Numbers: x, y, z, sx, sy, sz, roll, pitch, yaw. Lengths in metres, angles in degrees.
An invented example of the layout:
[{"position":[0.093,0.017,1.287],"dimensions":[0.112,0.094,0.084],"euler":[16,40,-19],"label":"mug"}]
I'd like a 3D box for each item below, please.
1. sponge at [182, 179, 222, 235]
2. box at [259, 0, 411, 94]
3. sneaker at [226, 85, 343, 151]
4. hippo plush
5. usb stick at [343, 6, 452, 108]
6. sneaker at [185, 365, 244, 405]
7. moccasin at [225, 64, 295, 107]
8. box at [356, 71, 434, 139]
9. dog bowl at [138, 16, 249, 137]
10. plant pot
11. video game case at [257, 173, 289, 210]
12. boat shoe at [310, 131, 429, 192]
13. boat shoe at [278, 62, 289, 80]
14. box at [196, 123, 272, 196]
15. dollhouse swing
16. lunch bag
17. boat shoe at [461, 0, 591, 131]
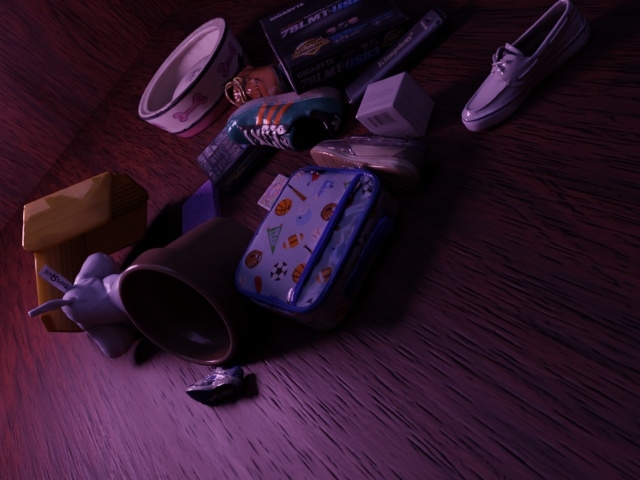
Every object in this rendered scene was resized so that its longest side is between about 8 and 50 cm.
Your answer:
[{"position":[-0.304,-0.062,1.738],"dimensions":[0.117,0.031,0.210],"euler":[-40,34,18],"label":"sponge"},{"position":[0.029,-0.495,1.598],"dimensions":[0.295,0.073,0.293],"euler":[-24,46,1],"label":"box"},{"position":[-0.092,-0.261,1.568],"dimensions":[0.302,0.108,0.121],"euler":[-12,57,25],"label":"sneaker"},{"position":[-0.440,0.106,1.537],"dimensions":[0.236,0.294,0.234],"euler":[-19,49,20],"label":"hippo plush"},{"position":[0.164,-0.395,1.482],"dimensions":[0.278,0.045,0.077],"euler":[-40,33,16],"label":"usb stick"},{"position":[-0.193,0.268,1.271],"dimensions":[0.135,0.052,0.058],"euler":[-18,35,30],"label":"sneaker"},{"position":[-0.165,-0.379,1.762],"dimensions":[0.147,0.139,0.380],"euler":[-38,32,-8],"label":"moccasin"},{"position":[0.145,-0.252,1.314],"dimensions":[0.101,0.102,0.087],"euler":[-8,54,48],"label":"box"},{"position":[-0.393,-0.506,2.176],"dimensions":[0.408,0.150,0.408],"euler":[-31,37,27],"label":"dog bowl"},{"position":[-0.225,0.079,1.344],"dimensions":[0.263,0.263,0.229],"euler":[-18,26,40],"label":"plant pot"},{"position":[-0.090,-0.103,1.536],"dimensions":[0.087,0.011,0.122],"euler":[-53,33,-4],"label":"video game case"},{"position":[0.093,-0.158,1.293],"dimensions":[0.285,0.103,0.092],"euler":[16,65,52],"label":"boat shoe"},{"position":[-0.001,-0.476,1.745],"dimensions":[0.226,0.076,0.083],"euler":[-25,85,22],"label":"boat shoe"},{"position":[-0.227,-0.233,1.785],"dimensions":[0.183,0.059,0.233],"euler":[-48,32,4],"label":"box"},{"position":[-0.572,0.043,1.773],"dimensions":[0.315,0.305,0.347],"euler":[-23,-8,-3],"label":"dollhouse swing"},{"position":[0.000,0.000,1.220],"dimensions":[0.243,0.115,0.303],"euler":[13,69,44],"label":"lunch bag"},{"position":[0.330,-0.298,1.149],"dimensions":[0.258,0.084,0.095],"euler":[-45,33,10],"label":"boat shoe"}]
